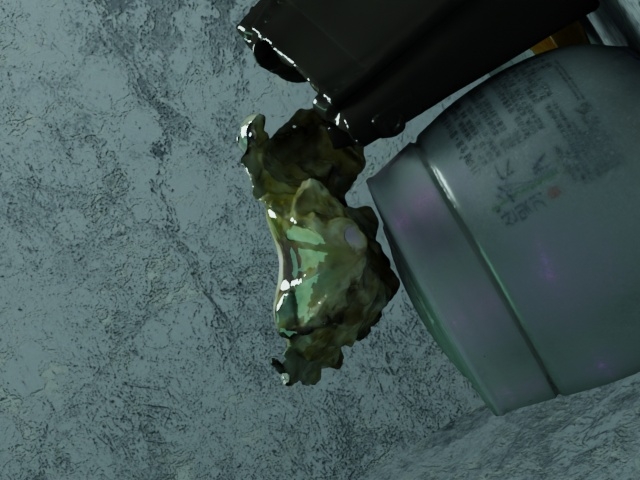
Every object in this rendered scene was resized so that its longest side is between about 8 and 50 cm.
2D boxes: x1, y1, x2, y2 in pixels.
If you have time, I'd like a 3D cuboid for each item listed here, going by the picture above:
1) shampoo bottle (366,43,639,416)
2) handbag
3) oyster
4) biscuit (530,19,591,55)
[{"bbox_3d":[0.194,-0.009,1.547,0.273,0.266,0.273,58,-175,-9],"label":"shampoo bottle"},{"bbox_3d":[0.070,-0.202,1.598,0.113,0.257,0.285,53,177,-38],"label":"handbag"},{"bbox_3d":[0.002,0.000,1.572,0.351,0.115,0.238,-23,-78,-88],"label":"oyster"},{"bbox_3d":[0.187,-0.269,1.837,0.278,0.043,0.301,57,-177,9],"label":"biscuit"}]
